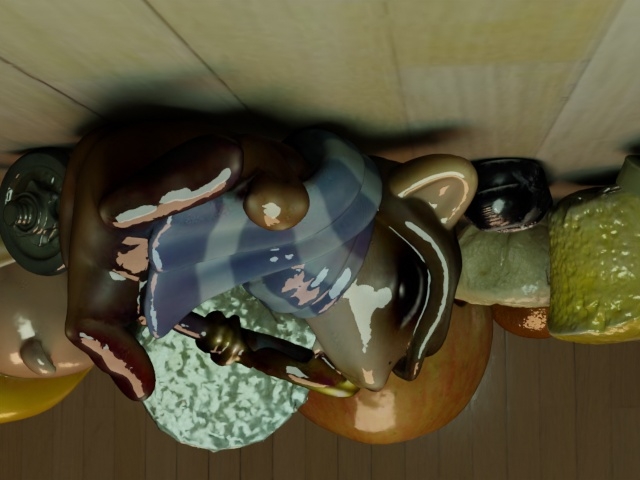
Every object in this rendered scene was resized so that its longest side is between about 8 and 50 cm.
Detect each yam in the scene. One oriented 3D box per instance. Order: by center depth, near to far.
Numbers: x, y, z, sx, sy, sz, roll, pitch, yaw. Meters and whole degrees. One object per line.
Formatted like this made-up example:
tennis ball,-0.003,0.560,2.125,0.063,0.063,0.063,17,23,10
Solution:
yam,-0.125,0.089,1.115,0.241,0.241,0.348,1,-168,-13

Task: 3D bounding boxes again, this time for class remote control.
remote control,0.199,-0.034,1.007,0.090,0.066,0.266,0,175,16

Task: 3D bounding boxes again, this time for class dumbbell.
dumbbell,-0.191,-0.029,0.901,0.110,0.110,0.254,-3,-179,32

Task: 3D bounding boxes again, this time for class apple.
apple,0.095,0.147,1.582,0.391,0.347,0.391,1,-179,0

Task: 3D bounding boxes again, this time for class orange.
orange,0.396,0.084,1.759,0.206,0.206,0.206,0,176,0

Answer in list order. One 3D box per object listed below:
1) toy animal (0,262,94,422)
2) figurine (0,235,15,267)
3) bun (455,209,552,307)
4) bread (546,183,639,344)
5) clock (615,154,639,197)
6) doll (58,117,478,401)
toy animal,-0.414,0.062,1.365,0.277,0.345,0.247,-12,149,-36
figurine,-0.423,0.002,0.882,0.386,0.207,0.166,-13,-160,-23
bun,0.276,0.019,1.278,0.220,0.134,0.220,-3,-178,0
bread,0.322,0.022,1.008,0.197,0.171,0.197,-11,179,0
clock,0.363,-0.019,0.801,0.235,0.029,0.235,16,-164,-5
doll,-0.043,0.018,0.735,0.339,0.209,0.318,8,162,-33
